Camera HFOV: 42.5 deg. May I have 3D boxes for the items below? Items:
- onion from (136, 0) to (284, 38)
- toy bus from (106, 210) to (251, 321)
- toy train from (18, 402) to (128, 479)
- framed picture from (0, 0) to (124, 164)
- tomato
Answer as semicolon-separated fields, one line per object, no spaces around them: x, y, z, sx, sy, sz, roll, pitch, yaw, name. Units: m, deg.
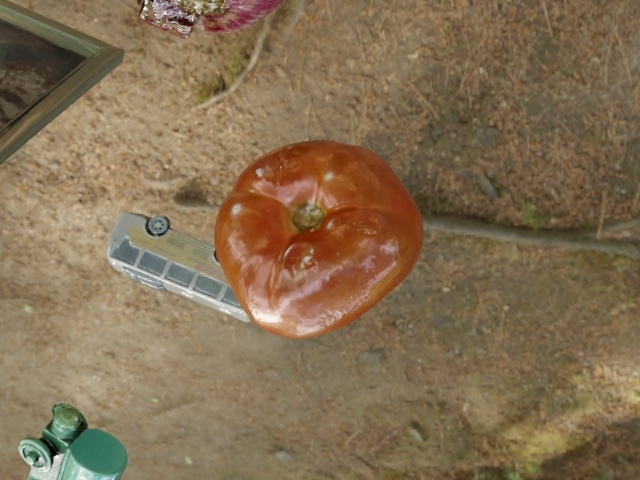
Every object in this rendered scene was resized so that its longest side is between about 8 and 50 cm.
-0.122;-0.390;1.017;0.231;0.272;0.256;5;178;-23;onion
-0.275;0.052;1.710;0.343;0.138;0.097;20;161;8;toy bus
-0.354;0.341;1.170;0.159;0.101;0.248;34;128;7;toy train
-0.583;-0.293;1.271;0.446;0.326;0.028;24;137;8;framed picture
-0.002;-0.003;1.026;0.260;0.259;0.180;-1;157;11;tomato
